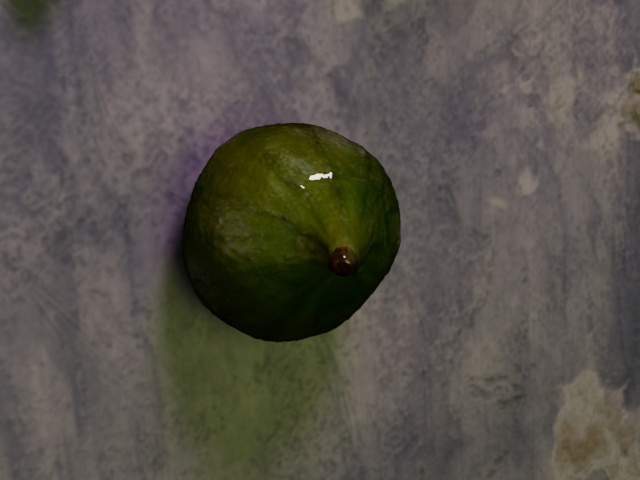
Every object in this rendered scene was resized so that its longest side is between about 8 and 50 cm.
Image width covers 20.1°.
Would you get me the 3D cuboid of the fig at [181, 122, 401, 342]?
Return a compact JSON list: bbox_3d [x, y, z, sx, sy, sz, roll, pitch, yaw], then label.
[{"bbox_3d":[0.000,0.000,1.536,0.203,0.235,0.203,-6,103,-30],"label":"fig"}]
